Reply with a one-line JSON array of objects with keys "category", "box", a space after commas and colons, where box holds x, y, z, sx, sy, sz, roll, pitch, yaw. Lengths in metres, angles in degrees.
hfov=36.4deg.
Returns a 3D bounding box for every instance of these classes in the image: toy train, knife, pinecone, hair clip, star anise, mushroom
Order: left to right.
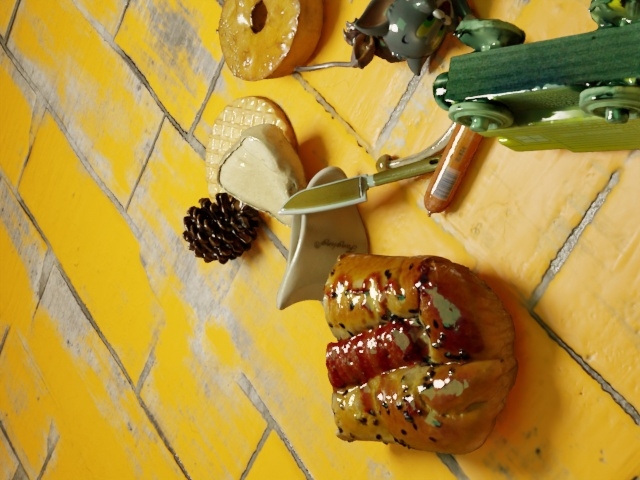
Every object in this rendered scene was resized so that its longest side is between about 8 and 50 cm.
[{"category": "pinecone", "box": [-0.210, -0.036, 2.160, 0.165, 0.163, 0.163, -31, 69, 41]}, {"category": "hair clip", "box": [0.010, 0.001, 1.938, 0.113, 0.173, 0.282, -28, 57, 53]}, {"category": "star anise", "box": [0.053, -0.346, 1.926, 0.218, 0.148, 0.227, 33, 150, 6]}, {"category": "knife", "box": [0.074, -0.100, 1.839, 0.343, 0.027, 0.061, -13, 56, 20]}, {"category": "mushroom", "box": [0.213, -0.199, 1.798, 0.306, 0.043, 0.068, -37, 86, 39]}, {"category": "toy train", "box": [0.388, -0.228, 1.437, 0.442, 0.272, 0.179, 1, 78, 47]}]

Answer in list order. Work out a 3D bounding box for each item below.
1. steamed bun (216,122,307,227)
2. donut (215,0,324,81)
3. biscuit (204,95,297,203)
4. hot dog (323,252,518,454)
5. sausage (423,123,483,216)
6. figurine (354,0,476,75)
[{"category": "steamed bun", "box": [-0.102, -0.155, 2.044, 0.231, 0.110, 0.212, 31, 141, 14]}, {"category": "donut", "box": [-0.101, -0.470, 2.067, 0.278, 0.108, 0.277, 2, 93, 47]}, {"category": "biscuit", "box": [-0.179, -0.220, 2.206, 0.309, 0.040, 0.204, -28, 71, 43]}, {"category": "hot dog", "box": [0.172, 0.205, 1.742, 0.365, 0.196, 0.367, -1, 93, 43]}, {"category": "sausage", "box": [0.263, -0.191, 1.727, 0.053, 0.053, 0.347, 42, 120, 38]}, {"category": "figurine", "box": [0.188, -0.442, 1.723, 0.140, 0.193, 0.265, 17, 91, 47]}]
